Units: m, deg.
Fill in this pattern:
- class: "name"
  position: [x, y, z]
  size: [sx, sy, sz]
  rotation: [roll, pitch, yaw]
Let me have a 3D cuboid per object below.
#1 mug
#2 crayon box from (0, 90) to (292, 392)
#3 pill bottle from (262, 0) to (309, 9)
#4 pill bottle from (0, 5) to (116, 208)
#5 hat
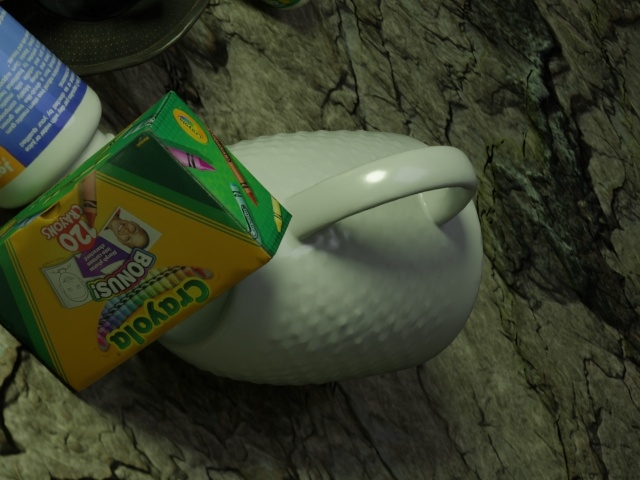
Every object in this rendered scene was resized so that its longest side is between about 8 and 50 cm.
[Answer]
- class: "mug"
  position: [0.000, 0.000, 1.677]
  size: [0.328, 0.374, 0.276]
  rotation: [-4, 69, -49]
- class: "crayon box"
  position: [-0.184, 0.007, 1.501]
  size: [0.165, 0.278, 0.081]
  rotation: [46, 31, -15]
- class: "pill bottle"
  position: [-0.098, -0.398, 2.159]
  size: [0.208, 0.118, 0.117]
  rotation: [21, 45, -44]
- class: "pill bottle"
  position: [-0.313, -0.128, 1.573]
  size: [0.272, 0.152, 0.152]
  rotation: [43, 33, -20]
- class: "hat"
  position: [-0.260, -0.313, 1.821]
  size: [0.331, 0.134, 0.331]
  rotation: [2, 68, -4]
